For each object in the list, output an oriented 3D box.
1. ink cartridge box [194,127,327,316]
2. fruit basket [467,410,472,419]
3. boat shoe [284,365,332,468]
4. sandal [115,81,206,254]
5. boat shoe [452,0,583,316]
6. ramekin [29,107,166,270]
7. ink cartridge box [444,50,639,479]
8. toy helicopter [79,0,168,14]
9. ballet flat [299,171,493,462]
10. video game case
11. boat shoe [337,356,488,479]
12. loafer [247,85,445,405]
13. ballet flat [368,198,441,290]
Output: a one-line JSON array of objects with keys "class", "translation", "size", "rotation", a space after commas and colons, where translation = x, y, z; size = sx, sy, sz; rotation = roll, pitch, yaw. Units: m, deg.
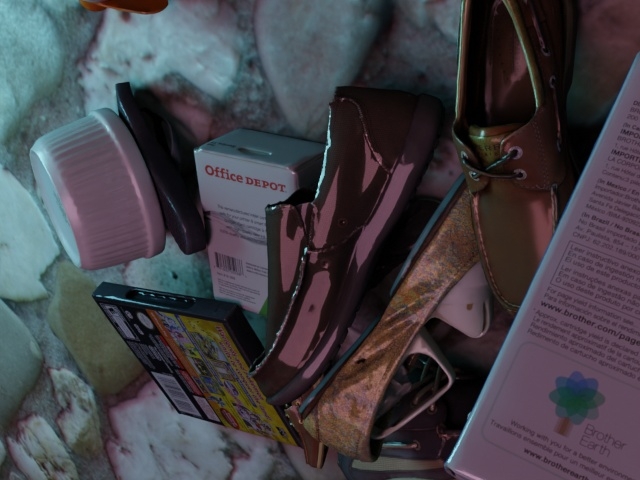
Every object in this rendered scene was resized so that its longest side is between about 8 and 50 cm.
[{"class": "ink cartridge box", "translation": [-0.057, -0.017, 0.975], "size": [0.153, 0.087, 0.208], "rotation": [15, 124, 31]}, {"class": "fruit basket", "translation": [0.354, 0.183, 0.677], "size": [0.353, 0.327, 0.165], "rotation": [50, 177, 11]}, {"class": "boat shoe", "translation": [-0.016, 0.221, 1.086], "size": [0.060, 0.064, 0.177], "rotation": [2, 112, 11]}, {"class": "sandal", "translation": [-0.197, -0.093, 1.035], "size": [0.254, 0.055, 0.097], "rotation": [60, 158, 20]}, {"class": "boat shoe", "translation": [0.157, -0.080, 0.696], "size": [0.111, 0.104, 0.307], "rotation": [-6, 88, 39]}, {"class": "ramekin", "translation": [-0.294, -0.059, 1.063], "size": [0.207, 0.109, 0.207], "rotation": [48, 150, 39]}, {"class": "ink cartridge box", "translation": [0.298, 0.045, 0.562], "size": [0.270, 0.395, 0.151], "rotation": [23, 170, 23]}, {"class": "toy helicopter", "translation": [-0.310, -0.375, 0.964], "size": [0.355, 0.140, 0.234], "rotation": [14, 132, 43]}, {"class": "ballet flat", "translation": [0.108, 0.089, 0.844], "size": [0.123, 0.123, 0.348], "rotation": [37, 108, 14]}, {"class": "video game case", "translation": [-0.161, 0.174, 1.141], "size": [0.248, 0.035, 0.274], "rotation": [6, 137, 35]}, {"class": "boat shoe", "translation": [0.125, 0.210, 0.937], "size": [0.355, 0.132, 0.130], "rotation": [-36, 91, 42]}, {"class": "loafer", "translation": [0.000, 0.000, 0.855], "size": [0.130, 0.134, 0.365], "rotation": [25, 103, 1]}, {"class": "ballet flat", "translation": [0.080, 0.005, 0.924], "size": [0.173, 0.049, 0.057], "rotation": [-39, 66, 38]}]
